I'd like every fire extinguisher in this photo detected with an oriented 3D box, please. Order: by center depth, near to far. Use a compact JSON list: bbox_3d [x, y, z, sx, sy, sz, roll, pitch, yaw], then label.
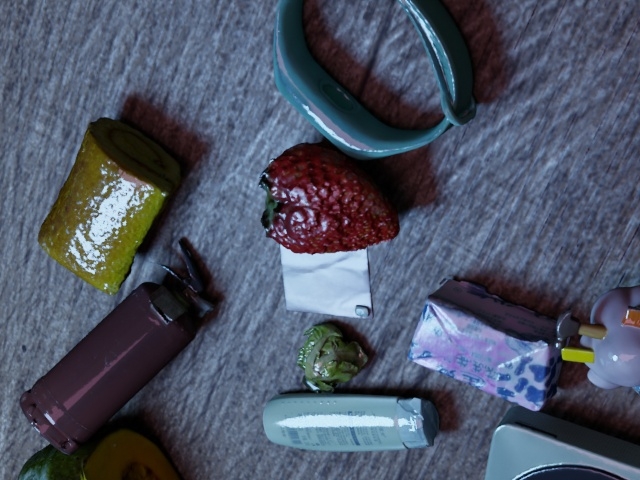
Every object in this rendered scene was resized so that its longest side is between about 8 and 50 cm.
[{"bbox_3d":[-0.233,0.126,1.971,0.269,0.105,0.105,-44,88,4],"label":"fire extinguisher"}]

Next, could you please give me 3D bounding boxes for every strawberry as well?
[{"bbox_3d":[0.008,-0.046,1.796,0.148,0.131,0.131,-6,110,3],"label":"strawberry"}]

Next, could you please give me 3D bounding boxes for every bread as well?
[{"bbox_3d":[-0.243,-0.040,1.934,0.132,0.103,0.172,35,121,9],"label":"bread"}]

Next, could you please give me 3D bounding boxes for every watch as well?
[{"bbox_3d":[0.056,-0.189,1.743,0.237,0.068,0.195,46,122,8],"label":"watch"}]

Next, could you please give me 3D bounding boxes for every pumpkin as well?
[{"bbox_3d":[-0.251,0.365,2.061,0.139,0.190,0.280,-29,96,32],"label":"pumpkin"}]

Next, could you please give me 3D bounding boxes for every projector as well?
[{"bbox_3d":[0.301,0.331,1.828,0.257,0.079,0.259,18,118,20],"label":"projector"}]

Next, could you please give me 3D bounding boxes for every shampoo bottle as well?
[{"bbox_3d":[0.034,0.210,1.933,0.212,0.049,0.072,-2,106,29],"label":"shampoo bottle"}]

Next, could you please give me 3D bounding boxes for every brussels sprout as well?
[{"bbox_3d":[0.004,0.142,1.917,0.085,0.058,0.085,25,133,31],"label":"brussels sprout"}]

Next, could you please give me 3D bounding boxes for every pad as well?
[{"bbox_3d":[0.000,0.000,1.885,0.113,0.006,0.188,5,113,26],"label":"pad"}]

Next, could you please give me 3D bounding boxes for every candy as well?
[{"bbox_3d":[0.185,0.111,1.798,0.160,0.073,0.092,21,118,18],"label":"candy"}]

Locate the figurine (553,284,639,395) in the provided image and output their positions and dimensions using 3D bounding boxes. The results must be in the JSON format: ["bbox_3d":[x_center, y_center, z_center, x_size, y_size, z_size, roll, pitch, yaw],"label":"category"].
[{"bbox_3d":[0.346,0.122,1.703,0.229,0.112,0.137,43,133,-11],"label":"figurine"}]
